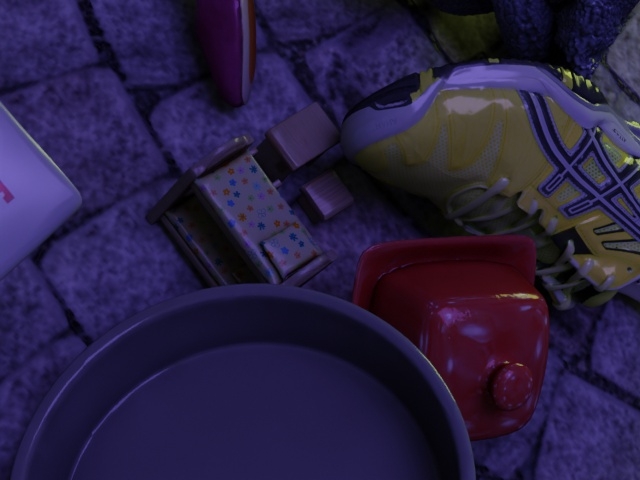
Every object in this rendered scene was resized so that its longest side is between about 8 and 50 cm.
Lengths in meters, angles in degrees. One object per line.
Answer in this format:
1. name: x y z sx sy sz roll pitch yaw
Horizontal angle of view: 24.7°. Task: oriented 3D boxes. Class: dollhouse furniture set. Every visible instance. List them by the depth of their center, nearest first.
1. dollhouse furniture set: 0.000 0.000 1.069 0.161 0.101 0.182 -35 87 -35

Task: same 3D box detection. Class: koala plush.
1. koala plush: 0.153 -0.233 1.217 0.221 0.203 0.196 33 56 2

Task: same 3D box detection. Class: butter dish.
1. butter dish: 0.107 0.086 1.049 0.160 0.118 0.159 -2 109 -29

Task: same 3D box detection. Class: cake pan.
1. cake pan: -0.049 0.164 0.924 0.293 0.054 0.293 -3 57 4

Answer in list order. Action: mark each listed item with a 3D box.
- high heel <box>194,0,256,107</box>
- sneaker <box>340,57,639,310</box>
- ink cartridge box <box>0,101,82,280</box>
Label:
1. high heel: -0.117 -0.216 1.136 0.117 0.082 0.244 -9 86 2
2. sneaker: 0.190 -0.031 1.147 0.385 0.145 0.147 14 64 -28
3. ink cartridge box: -0.358 0.005 0.730 0.385 0.160 0.279 -45 103 -26
